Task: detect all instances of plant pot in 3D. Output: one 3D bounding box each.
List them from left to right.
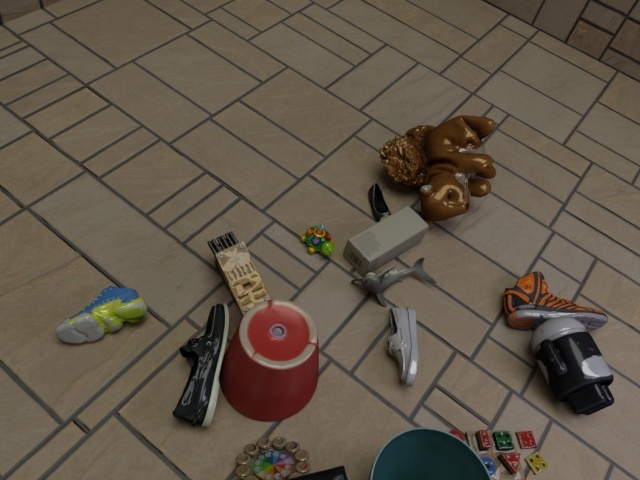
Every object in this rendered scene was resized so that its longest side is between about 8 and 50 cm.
[{"bbox_3d":[-0.120,0.293,1.494,0.274,0.243,0.275,6,52,-7],"label":"plant pot"},{"bbox_3d":[0.237,0.613,1.353,0.290,0.195,0.290,5,53,-7],"label":"plant pot"}]

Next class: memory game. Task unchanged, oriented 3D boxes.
[{"bbox_3d":[-0.115,0.539,1.393,0.186,0.012,0.186,1,22,0],"label":"memory game"}]

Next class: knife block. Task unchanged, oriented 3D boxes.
[{"bbox_3d":[-0.238,0.102,1.669,0.088,0.242,0.276,-25,82,-13],"label":"knife block"}]

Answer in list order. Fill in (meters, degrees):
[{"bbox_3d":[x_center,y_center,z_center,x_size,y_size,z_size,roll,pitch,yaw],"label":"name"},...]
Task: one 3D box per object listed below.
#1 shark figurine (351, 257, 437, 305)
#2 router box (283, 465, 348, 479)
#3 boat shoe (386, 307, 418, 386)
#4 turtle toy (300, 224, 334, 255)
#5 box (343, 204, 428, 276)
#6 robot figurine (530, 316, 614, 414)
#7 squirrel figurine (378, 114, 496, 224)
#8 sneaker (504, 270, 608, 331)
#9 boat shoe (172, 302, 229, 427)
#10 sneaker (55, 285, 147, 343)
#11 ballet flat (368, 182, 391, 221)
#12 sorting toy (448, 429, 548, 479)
[{"bbox_3d":[0.216,0.141,1.793,0.278,0.166,0.116,-9,80,-39],"label":"shark figurine"},{"bbox_3d":[-0.103,0.600,1.264,0.308,0.243,0.081,-7,55,-16],"label":"router box"},{"bbox_3d":[0.231,0.303,1.665,0.084,0.095,0.258,7,42,-1],"label":"boat shoe"},{"bbox_3d":[0.000,0.000,1.853,0.095,0.066,0.130,-20,60,-25],"label":"turtle toy"},{"bbox_3d":[0.214,-0.001,1.881,0.275,0.094,0.113,-27,62,-29],"label":"box"},{"bbox_3d":[0.723,0.357,1.668,0.173,0.209,0.278,-16,57,-2],"label":"robot figurine"},{"bbox_3d":[0.403,-0.237,2.036,0.397,0.281,0.370,18,61,20],"label":"squirrel figurine"},{"bbox_3d":[0.738,0.188,1.826,0.321,0.125,0.180,7,53,-6],"label":"sneaker"},{"bbox_3d":[-0.317,0.312,1.514,0.113,0.127,0.340,14,60,-16],"label":"boat shoe"},{"bbox_3d":[-0.602,0.197,1.583,0.240,0.091,0.126,-14,39,-21],"label":"sneaker"},{"bbox_3d":[0.205,-0.126,2.000,0.057,0.049,0.173,-8,52,-16],"label":"ballet flat"},{"bbox_3d":[0.478,0.566,1.534,0.274,0.046,0.132,3,53,-10],"label":"sorting toy"}]
